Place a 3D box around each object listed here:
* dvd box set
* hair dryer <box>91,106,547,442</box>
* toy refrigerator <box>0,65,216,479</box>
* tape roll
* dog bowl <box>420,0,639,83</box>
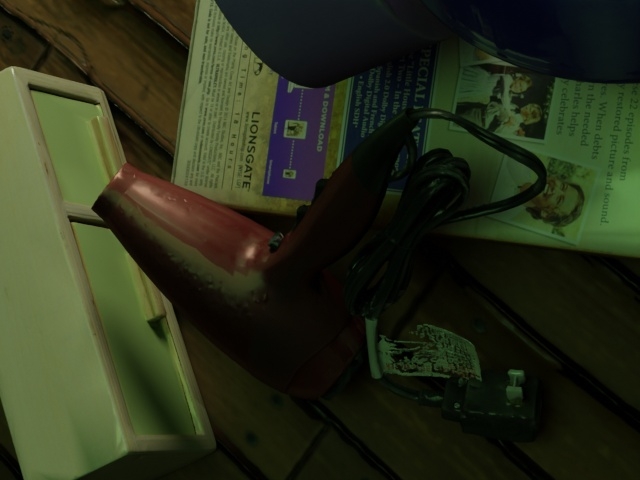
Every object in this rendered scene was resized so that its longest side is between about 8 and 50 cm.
[{"bbox_3d":[0.114,-0.149,1.027,0.420,0.062,0.308,6,88,31],"label":"dvd box set"},{"bbox_3d":[0.000,0.000,1.023,0.293,0.080,0.224,7,124,22],"label":"hair dryer"},{"bbox_3d":[-0.163,0.027,1.149,0.094,0.102,0.270,-28,71,25],"label":"toy refrigerator"},{"bbox_3d":[0.002,-0.184,0.950,0.080,0.189,0.189,-20,76,27],"label":"tape roll"},{"bbox_3d":[0.151,-0.211,0.852,0.264,0.104,0.265,-5,60,9],"label":"dog bowl"}]
